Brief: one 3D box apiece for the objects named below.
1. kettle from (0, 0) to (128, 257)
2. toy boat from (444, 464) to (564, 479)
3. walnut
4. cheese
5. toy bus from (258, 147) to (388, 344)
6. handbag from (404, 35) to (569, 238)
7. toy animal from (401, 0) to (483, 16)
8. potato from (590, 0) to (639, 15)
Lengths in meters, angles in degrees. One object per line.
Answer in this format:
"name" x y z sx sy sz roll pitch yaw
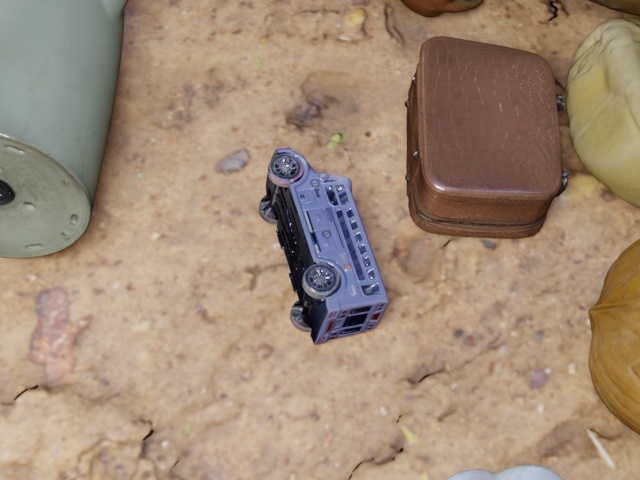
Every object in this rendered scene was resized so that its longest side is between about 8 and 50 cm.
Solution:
"kettle" -0.283 -0.130 0.977 0.240 0.165 0.255 -11 53 19
"toy boat" 0.101 0.275 0.790 0.290 0.100 0.199 -14 59 -18
"walnut" 0.327 0.085 0.906 0.225 0.193 0.193 7 55 8
"cheese" 0.345 -0.118 1.073 0.213 0.117 0.226 12 49 -17
"toy bus" 0.000 0.000 0.974 0.076 0.073 0.167 -8 62 -17
"handbag" 0.156 -0.098 1.064 0.151 0.072 0.194 4 54 -5
"toy animal" 0.066 -0.306 1.186 0.312 0.097 0.158 27 69 7
"potato" 0.308 -0.404 1.104 0.319 0.385 0.442 -42 69 15
